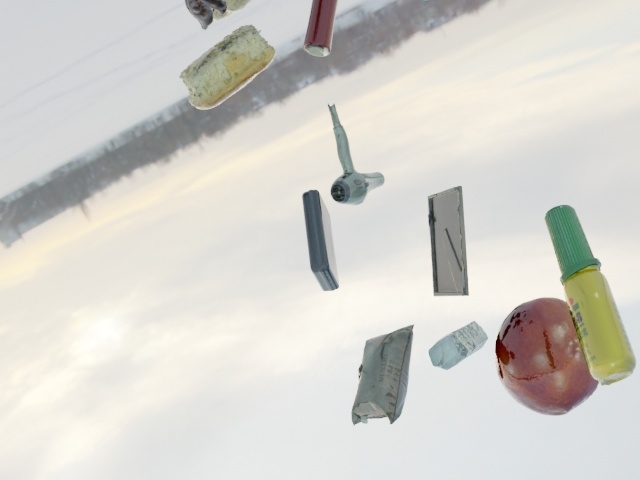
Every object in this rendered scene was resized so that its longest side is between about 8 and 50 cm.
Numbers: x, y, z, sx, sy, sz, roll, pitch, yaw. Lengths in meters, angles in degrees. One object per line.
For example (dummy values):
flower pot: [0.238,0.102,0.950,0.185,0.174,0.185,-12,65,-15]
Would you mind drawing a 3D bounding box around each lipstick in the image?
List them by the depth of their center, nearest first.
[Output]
lipstick: [0.007,-0.627,2.178,0.080,0.241,0.080,8,167,2]

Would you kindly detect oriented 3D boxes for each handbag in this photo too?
handbag: [0.158,0.353,2.074,0.182,0.117,0.271,-22,-134,52]

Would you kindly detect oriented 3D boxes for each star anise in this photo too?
star anise: [-0.294,-0.629,1.929,0.110,0.198,0.257,-43,-175,-17]

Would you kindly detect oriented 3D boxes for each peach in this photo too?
peach: [0.465,0.239,1.611,0.243,0.243,0.199,-38,-178,-37]

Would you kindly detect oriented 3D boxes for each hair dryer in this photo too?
hair dryer: [0.098,-0.218,2.112,0.092,0.267,0.229,-8,170,32]

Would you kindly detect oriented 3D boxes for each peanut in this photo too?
peanut: [-0.285,-0.753,2.453,0.110,0.120,0.236,-22,180,-38]

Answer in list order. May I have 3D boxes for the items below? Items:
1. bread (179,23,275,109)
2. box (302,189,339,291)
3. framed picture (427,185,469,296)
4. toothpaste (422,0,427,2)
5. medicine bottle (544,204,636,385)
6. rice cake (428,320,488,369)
bread: [-0.230,-0.421,1.933,0.245,0.121,0.174,-43,-162,-9]
box: [0.000,0.000,2.009,0.050,0.230,0.160,-12,152,8]
framed picture: [0.329,0.008,2.070,0.019,0.281,0.209,-2,178,-15]
toothpaste: [0.269,-0.643,2.015,0.017,0.020,0.083,-9,-124,38]
medicine bottle: [0.444,0.083,1.322,0.076,0.309,0.111,-13,155,6]
rice cake: [0.294,0.219,1.669,0.069,0.063,0.206,-43,165,27]
